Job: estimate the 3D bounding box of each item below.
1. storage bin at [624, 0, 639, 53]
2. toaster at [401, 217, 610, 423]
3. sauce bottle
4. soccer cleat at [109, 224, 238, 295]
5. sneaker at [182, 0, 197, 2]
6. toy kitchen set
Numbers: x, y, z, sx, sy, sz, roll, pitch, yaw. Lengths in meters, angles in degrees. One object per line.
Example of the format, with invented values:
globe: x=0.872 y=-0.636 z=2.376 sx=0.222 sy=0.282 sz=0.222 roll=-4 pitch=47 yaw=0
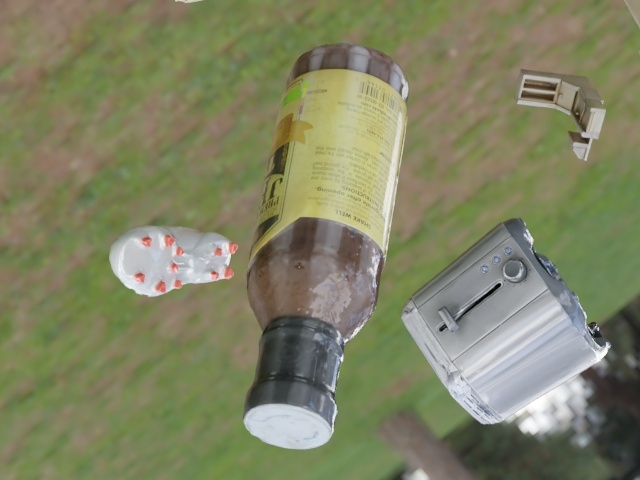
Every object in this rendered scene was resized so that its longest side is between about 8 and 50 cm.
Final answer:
storage bin: x=0.451 y=-0.266 z=1.744 sx=0.123 sy=0.262 sz=0.260 roll=-103 pitch=-145 yaw=-55
toaster: x=0.174 y=0.083 z=1.786 sx=0.146 sy=0.129 sz=0.227 roll=-35 pitch=155 yaw=6
sauce bottle: x=0.000 y=0.000 z=1.522 sx=0.111 sy=0.111 sz=0.344 roll=-44 pitch=-152 yaw=49
soccer cleat: x=-0.156 y=0.016 z=1.847 sx=0.196 sy=0.076 sz=0.068 roll=1 pitch=102 yaw=-62
sneaker: x=-0.156 y=-0.334 z=1.995 sx=0.069 sy=0.185 sz=0.084 roll=-13 pitch=148 yaw=-18
toy kitchen set: x=0.241 y=-0.124 z=1.944 sx=0.083 sy=0.075 sz=0.068 roll=-104 pitch=-158 yaw=-61
